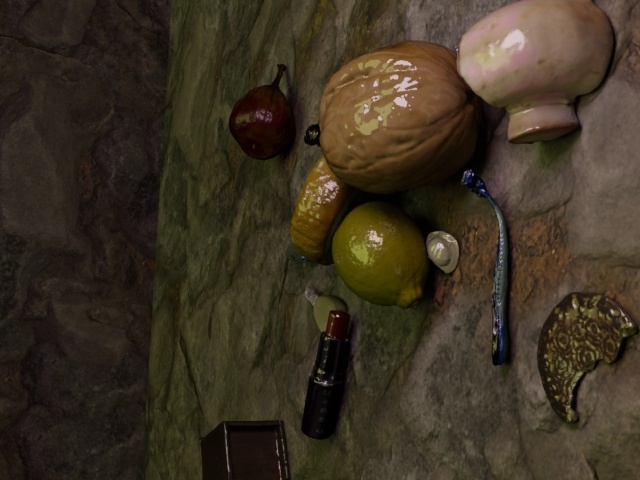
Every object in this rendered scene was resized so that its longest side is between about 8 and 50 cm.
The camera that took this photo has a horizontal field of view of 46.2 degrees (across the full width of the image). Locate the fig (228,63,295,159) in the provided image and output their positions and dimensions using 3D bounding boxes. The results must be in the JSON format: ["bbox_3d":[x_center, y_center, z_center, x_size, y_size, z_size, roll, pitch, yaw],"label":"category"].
[{"bbox_3d":[-0.167,-0.370,2.092,0.190,0.191,0.290,-48,44,49],"label":"fig"}]

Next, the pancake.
[{"bbox_3d":[0.379,0.163,1.072,0.190,0.020,0.184,-36,52,57],"label":"pancake"}]

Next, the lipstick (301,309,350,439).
[{"bbox_3d":[0.016,0.299,1.682,0.081,0.081,0.299,29,111,61],"label":"lipstick"}]

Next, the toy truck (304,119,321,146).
[{"bbox_3d":[0.081,-0.248,1.639,0.257,0.127,0.127,13,81,62],"label":"toy truck"}]

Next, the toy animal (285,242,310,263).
[{"bbox_3d":[0.002,-0.009,1.812,0.253,0.070,0.079,-30,93,44],"label":"toy animal"}]

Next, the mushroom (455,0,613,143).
[{"bbox_3d":[0.319,-0.280,1.129,0.173,0.162,0.236,-32,58,59],"label":"mushroom"}]

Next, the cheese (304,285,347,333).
[{"bbox_3d":[0.003,0.158,1.784,0.192,0.038,0.096,42,120,57],"label":"cheese"}]

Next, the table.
[{"bbox_3d":[-0.201,0.562,1.951,0.193,0.169,0.172,-48,44,50],"label":"table"}]

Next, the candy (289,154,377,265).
[{"bbox_3d":[0.034,-0.071,1.565,0.118,0.260,0.259,24,111,17],"label":"candy"}]

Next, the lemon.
[{"bbox_3d":[0.117,0.030,1.437,0.248,0.184,0.184,60,136,40],"label":"lemon"}]

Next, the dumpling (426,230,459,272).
[{"bbox_3d":[0.227,0.016,1.379,0.059,0.043,0.077,-34,48,29],"label":"dumpling"}]

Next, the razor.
[{"bbox_3d":[0.289,0.043,1.243,0.056,0.093,0.323,-11,75,25],"label":"razor"}]

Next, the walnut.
[{"bbox_3d":[0.135,-0.218,1.355,0.313,0.252,0.276,-13,66,37],"label":"walnut"}]
